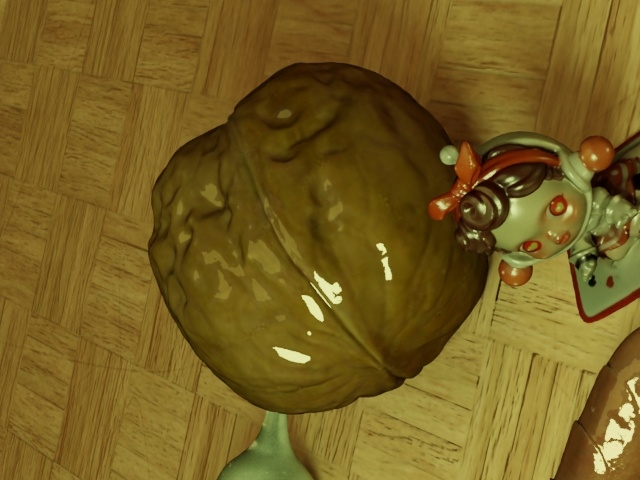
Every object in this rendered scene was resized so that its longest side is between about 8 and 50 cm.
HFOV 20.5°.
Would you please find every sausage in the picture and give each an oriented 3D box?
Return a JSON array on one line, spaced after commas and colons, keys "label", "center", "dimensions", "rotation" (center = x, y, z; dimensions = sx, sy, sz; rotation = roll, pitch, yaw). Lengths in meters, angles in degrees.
[{"label": "sausage", "center": [0.247, 0.258, 1.642], "dimensions": [0.088, 0.088, 0.433], "rotation": [40, 115, 54]}]

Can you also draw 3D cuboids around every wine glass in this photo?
[{"label": "wine glass", "center": [-0.058, 0.261, 2.070], "dimensions": [0.143, 0.143, 0.321], "rotation": [10, 90, 58]}]

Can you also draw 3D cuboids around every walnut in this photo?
[{"label": "walnut", "center": [0.000, 0.000, 1.896], "dimensions": [0.354, 0.308, 0.398], "rotation": [-39, 44, 19]}]

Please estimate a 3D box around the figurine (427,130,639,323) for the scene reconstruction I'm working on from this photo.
[{"label": "figurine", "center": [0.208, -0.039, 1.656], "dimensions": [0.183, 0.226, 0.160], "rotation": [-39, 49, 46]}]
